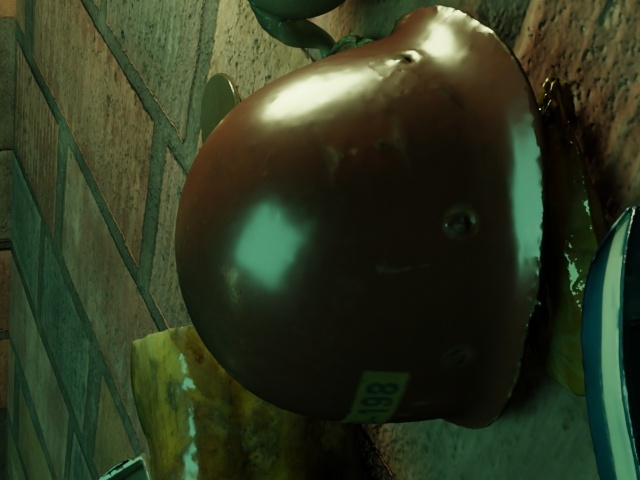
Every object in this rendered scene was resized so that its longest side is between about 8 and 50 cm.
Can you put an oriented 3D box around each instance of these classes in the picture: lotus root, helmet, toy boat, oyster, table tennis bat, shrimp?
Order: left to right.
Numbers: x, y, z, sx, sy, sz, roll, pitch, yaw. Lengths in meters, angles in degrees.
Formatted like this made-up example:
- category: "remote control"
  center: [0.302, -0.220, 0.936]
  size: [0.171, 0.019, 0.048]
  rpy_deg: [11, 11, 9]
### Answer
- category: "table tennis bat"
  center: [-0.122, -0.101, 1.290]
  size: [0.131, 0.022, 0.234]
  rpy_deg: [-17, 79, 61]
- category: "lotus root"
  center: [-0.077, 0.251, 1.046]
  size: [0.250, 0.250, 0.346]
  rpy_deg: [141, 126, -59]
- category: "helmet"
  center: [0.000, 0.000, 0.801]
  size: [0.385, 0.230, 0.337]
  rpy_deg: [116, 143, -65]
- category: "oyster"
  center: [0.040, -0.165, 0.964]
  size: [0.083, 0.038, 0.080]
  rpy_deg: [-3, 122, 36]
- category: "shrimp"
  center: [0.172, -0.002, 0.730]
  size: [0.133, 0.053, 0.236]
  rpy_deg: [-166, 66, -82]
- category: "toy boat"
  center: [0.218, 0.127, 0.612]
  size: [0.062, 0.096, 0.299]
  rpy_deg: [141, 120, -68]

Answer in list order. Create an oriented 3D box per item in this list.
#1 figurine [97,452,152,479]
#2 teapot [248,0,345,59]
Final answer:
- category: "figurine"
  center: [-0.168, 0.387, 1.244]
  size: [0.167, 0.285, 0.342]
  rpy_deg: [43, 100, 30]
- category: "teapot"
  center: [-0.014, -0.304, 0.917]
  size: [0.193, 0.129, 0.294]
  rpy_deg: [46, 134, 49]
